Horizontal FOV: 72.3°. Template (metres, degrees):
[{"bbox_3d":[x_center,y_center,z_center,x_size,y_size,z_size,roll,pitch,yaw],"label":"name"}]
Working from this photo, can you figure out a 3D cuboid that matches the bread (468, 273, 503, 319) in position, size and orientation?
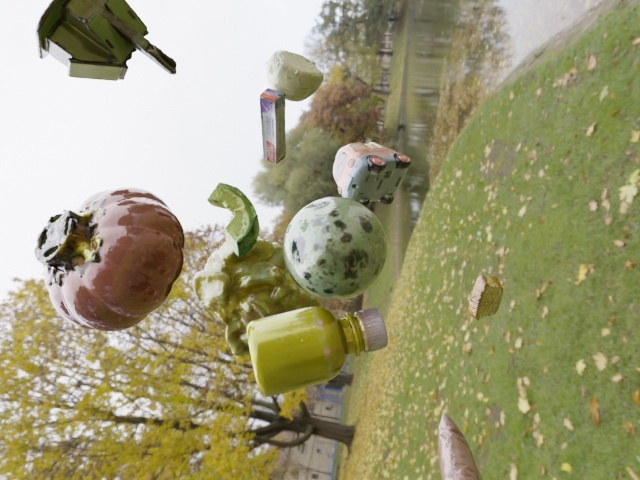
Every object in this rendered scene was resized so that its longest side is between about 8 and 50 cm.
[{"bbox_3d":[0.603,0.206,1.599,0.065,0.103,0.187,-120,30,-56],"label":"bread"}]

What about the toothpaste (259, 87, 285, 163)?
[{"bbox_3d":[-0.111,-0.265,1.035,0.040,0.047,0.196,-59,-13,-32],"label":"toothpaste"}]

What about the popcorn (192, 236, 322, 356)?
[{"bbox_3d":[-0.187,0.148,1.285,0.334,0.292,0.294,59,-151,3],"label":"popcorn"}]

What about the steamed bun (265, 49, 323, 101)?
[{"bbox_3d":[-0.063,-0.367,1.000,0.130,0.112,0.090,-11,-37,-42],"label":"steamed bun"}]

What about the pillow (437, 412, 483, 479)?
[{"bbox_3d":[0.296,0.514,0.894,0.236,0.084,0.223,-96,-17,-56],"label":"pillow"}]

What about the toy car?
[{"bbox_3d":[0.159,-0.246,1.512,0.271,0.212,0.180,-14,-41,-37],"label":"toy car"}]

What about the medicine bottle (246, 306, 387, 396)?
[{"bbox_3d":[-0.003,0.165,0.705,0.122,0.213,0.121,168,90,-81],"label":"medicine bottle"}]

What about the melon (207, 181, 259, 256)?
[{"bbox_3d":[-0.226,-0.069,1.161,0.118,0.209,0.064,-31,-21,-22],"label":"melon"}]

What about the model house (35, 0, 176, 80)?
[{"bbox_3d":[-0.498,-0.461,1.058,0.218,0.279,0.204,4,65,59],"label":"model house"}]

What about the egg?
[{"bbox_3d":[0.023,0.016,0.733,0.228,0.177,0.176,-47,-38,-77],"label":"egg"}]

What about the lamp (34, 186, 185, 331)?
[{"bbox_3d":[-0.427,0.028,0.883,0.240,0.306,0.305,37,-124,-52],"label":"lamp"}]
